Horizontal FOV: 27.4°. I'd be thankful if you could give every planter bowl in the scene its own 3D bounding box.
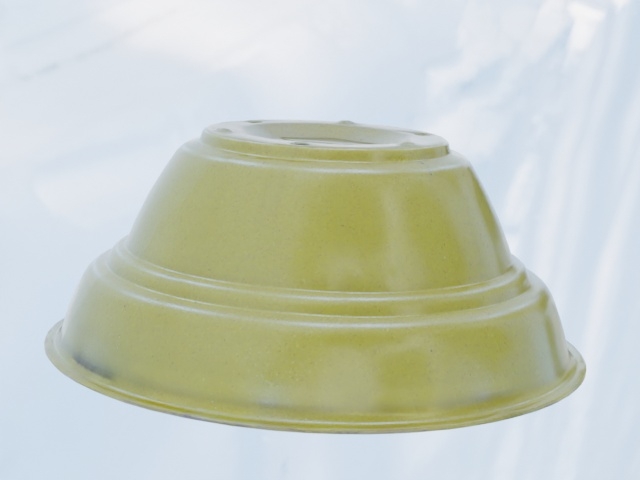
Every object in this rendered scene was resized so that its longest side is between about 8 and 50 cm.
[{"bbox_3d":[0.000,0.000,0.526,0.217,0.217,0.090,-19,114,-64],"label":"planter bowl"}]
